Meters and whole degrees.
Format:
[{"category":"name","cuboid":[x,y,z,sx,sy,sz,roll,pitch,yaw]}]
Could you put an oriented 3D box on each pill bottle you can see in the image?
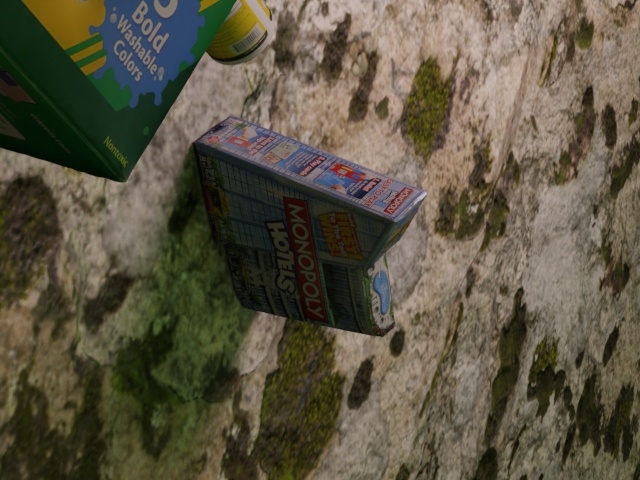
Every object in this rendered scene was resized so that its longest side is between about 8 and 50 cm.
[{"category":"pill bottle","cuboid":[-0.088,-0.198,1.051,0.116,0.065,0.065,51,57,-52]}]

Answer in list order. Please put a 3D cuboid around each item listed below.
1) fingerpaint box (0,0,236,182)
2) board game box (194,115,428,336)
[{"category":"fingerpaint box","cuboid":[-0.179,-0.312,0.754,0.371,0.163,0.445,-61,145,-19]},{"category":"board game box","cuboid":[0.000,0.000,1.132,0.060,0.194,0.194,-42,133,-44]}]
